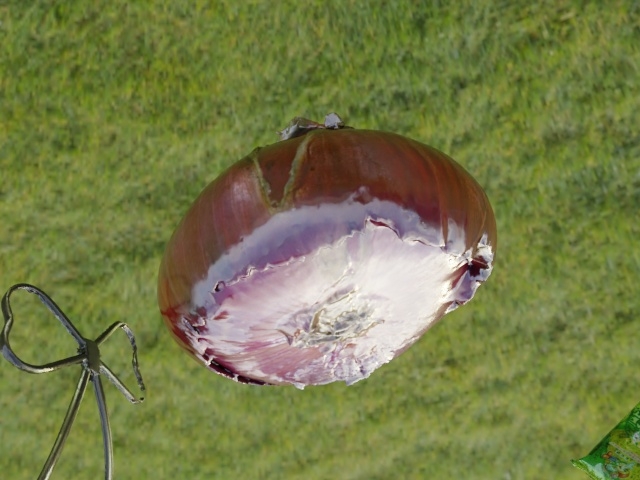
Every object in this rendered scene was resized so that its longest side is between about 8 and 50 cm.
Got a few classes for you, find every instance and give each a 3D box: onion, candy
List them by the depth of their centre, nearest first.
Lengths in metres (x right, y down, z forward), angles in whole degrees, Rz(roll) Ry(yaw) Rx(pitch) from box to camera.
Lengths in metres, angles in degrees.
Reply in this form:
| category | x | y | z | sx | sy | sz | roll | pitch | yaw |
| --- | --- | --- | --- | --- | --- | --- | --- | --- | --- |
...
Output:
| category | x | y | z | sx | sy | sz | roll | pitch | yaw |
| --- | --- | --- | --- | --- | --- | --- | --- | --- | --- |
| onion | 0.003 | 0.011 | 0.798 | 0.248 | 0.161 | 0.248 | -3 | 134 | -3 |
| candy | 0.402 | 0.267 | 1.397 | 0.178 | 0.102 | 0.032 | -31 | 142 | -37 |

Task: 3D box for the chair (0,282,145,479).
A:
| category | x | y | z | sx | sy | sz | roll | pitch | yaw |
| --- | --- | --- | --- | --- | --- | --- | --- | --- | --- |
| chair | -0.224 | 0.217 | 0.799 | 0.170 | 0.325 | 0.160 | -19 | 153 | 28 |
